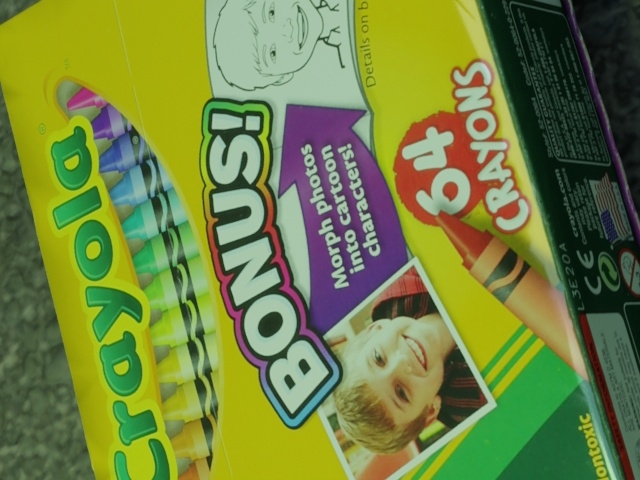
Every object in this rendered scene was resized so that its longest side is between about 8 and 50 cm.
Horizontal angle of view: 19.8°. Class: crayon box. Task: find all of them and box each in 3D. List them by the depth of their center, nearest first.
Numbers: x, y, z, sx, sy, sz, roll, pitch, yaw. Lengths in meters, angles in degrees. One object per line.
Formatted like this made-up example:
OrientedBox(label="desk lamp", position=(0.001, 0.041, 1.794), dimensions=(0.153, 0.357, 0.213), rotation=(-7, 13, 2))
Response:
OrientedBox(label="crayon box", position=(0.000, 0.000, 0.960), dimensions=(0.313, 0.106, 0.363), rotation=(-23, 76, 34))
